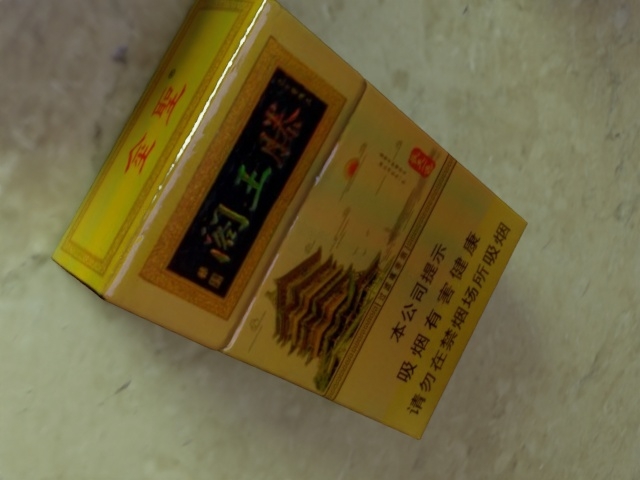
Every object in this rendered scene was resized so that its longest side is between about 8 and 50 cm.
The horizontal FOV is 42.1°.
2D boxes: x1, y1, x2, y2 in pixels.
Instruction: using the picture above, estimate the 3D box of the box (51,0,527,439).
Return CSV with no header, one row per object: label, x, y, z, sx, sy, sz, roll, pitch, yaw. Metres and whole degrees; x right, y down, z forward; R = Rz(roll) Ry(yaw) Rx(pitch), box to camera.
box,0.000,0.000,0.515,0.274,0.076,0.174,33,81,-41
